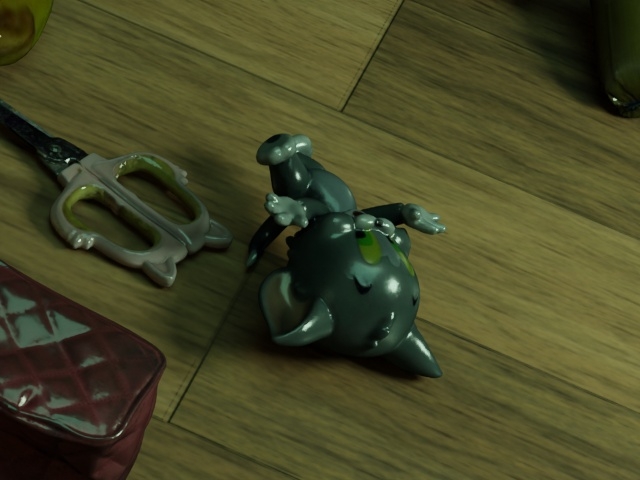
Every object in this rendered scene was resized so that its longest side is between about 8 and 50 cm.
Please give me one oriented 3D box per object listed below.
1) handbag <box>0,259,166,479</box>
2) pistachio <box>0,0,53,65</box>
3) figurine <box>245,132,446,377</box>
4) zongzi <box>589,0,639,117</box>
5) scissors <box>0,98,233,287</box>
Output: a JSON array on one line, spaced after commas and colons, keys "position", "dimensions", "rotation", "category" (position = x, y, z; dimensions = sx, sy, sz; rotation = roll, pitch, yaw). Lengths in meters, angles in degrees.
[{"position": [-0.244, 0.118, 1.512], "dimensions": [0.225, 0.135, 0.146], "rotation": [27, 40, 2], "category": "handbag"}, {"position": [-0.329, -0.238, 1.900], "dimensions": [0.110, 0.100, 0.189], "rotation": [3, 53, 17], "category": "pistachio"}, {"position": [-0.004, 0.001, 1.739], "dimensions": [0.193, 0.140, 0.265], "rotation": [13, 22, -45], "category": "figurine"}, {"position": [0.414, -0.232, 2.216], "dimensions": [0.289, 0.123, 0.260], "rotation": [25, 50, -46], "category": "zongzi"}, {"position": [-0.230, -0.069, 1.806], "dimensions": [0.317, 0.024, 0.160], "rotation": [37, 45, 18], "category": "scissors"}]
